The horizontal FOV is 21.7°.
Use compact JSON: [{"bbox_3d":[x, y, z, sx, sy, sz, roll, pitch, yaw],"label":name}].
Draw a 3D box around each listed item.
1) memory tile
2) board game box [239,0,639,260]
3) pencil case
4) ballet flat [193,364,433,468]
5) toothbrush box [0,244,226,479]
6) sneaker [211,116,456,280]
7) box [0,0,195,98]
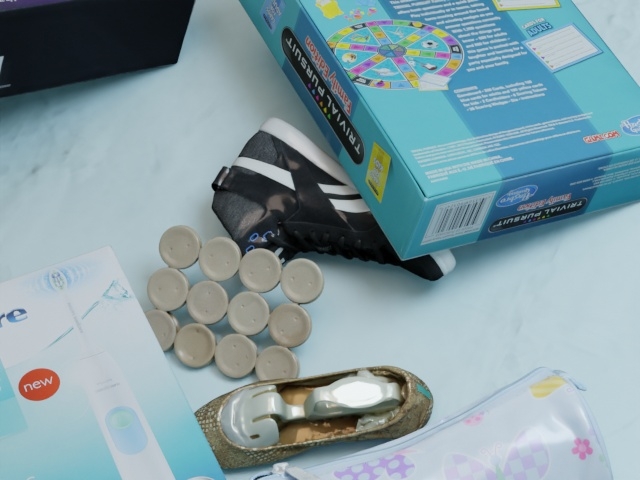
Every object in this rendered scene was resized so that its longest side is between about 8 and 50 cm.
[{"bbox_3d":[-0.076,0.056,1.376,0.148,0.012,0.113,16,93,15],"label":"memory tile"},{"bbox_3d":[0.107,-0.155,1.423,0.254,0.079,0.336,-13,54,-26],"label":"board game box"},{"bbox_3d":[0.081,0.191,1.240,0.273,0.113,0.124,-19,79,-5],"label":"pencil case"},{"bbox_3d":[-0.015,0.132,1.317,0.206,0.067,0.073,-12,64,2],"label":"ballet flat"},{"bbox_3d":[-0.201,0.172,1.250,0.216,0.126,0.295,-19,49,-14],"label":"toothbrush box"},{"bbox_3d":[0.000,0.000,1.401,0.217,0.079,0.121,36,80,26],"label":"sneaker"},{"bbox_3d":[-0.268,-0.227,1.485,0.261,0.103,0.184,-18,49,-42],"label":"box"}]
